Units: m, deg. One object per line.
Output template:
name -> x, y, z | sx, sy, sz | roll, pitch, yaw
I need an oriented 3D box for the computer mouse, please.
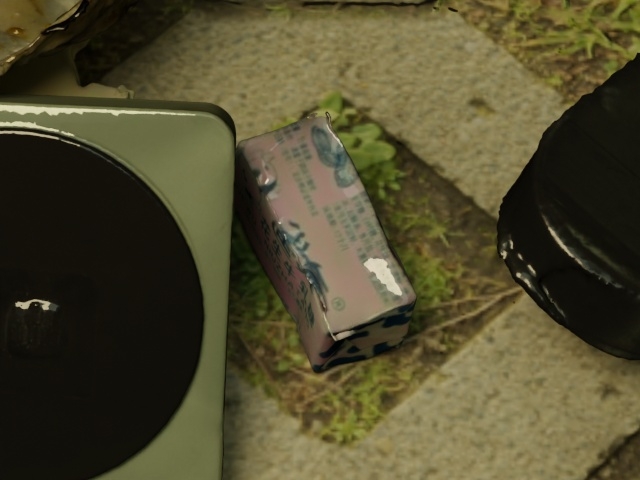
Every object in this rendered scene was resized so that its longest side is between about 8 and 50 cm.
computer mouse -> 0.239, -0.032, 1.036 | 0.168, 0.087, 0.295 | 43, 58, 10

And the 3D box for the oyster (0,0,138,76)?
oyster -> -0.181, -0.191, 0.940 | 0.166, 0.094, 0.294 | 33, 66, 12

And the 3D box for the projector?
projector -> -0.186, 0.037, 0.928 | 0.259, 0.079, 0.257 | 3, 101, -3

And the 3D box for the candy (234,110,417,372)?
candy -> 0.000, 0.000, 0.999 | 0.073, 0.092, 0.160 | -22, 72, -14

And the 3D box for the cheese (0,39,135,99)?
cheese -> -0.234, -0.144, 1.024 | 0.233, 0.127, 0.266 | 11, 70, -3
